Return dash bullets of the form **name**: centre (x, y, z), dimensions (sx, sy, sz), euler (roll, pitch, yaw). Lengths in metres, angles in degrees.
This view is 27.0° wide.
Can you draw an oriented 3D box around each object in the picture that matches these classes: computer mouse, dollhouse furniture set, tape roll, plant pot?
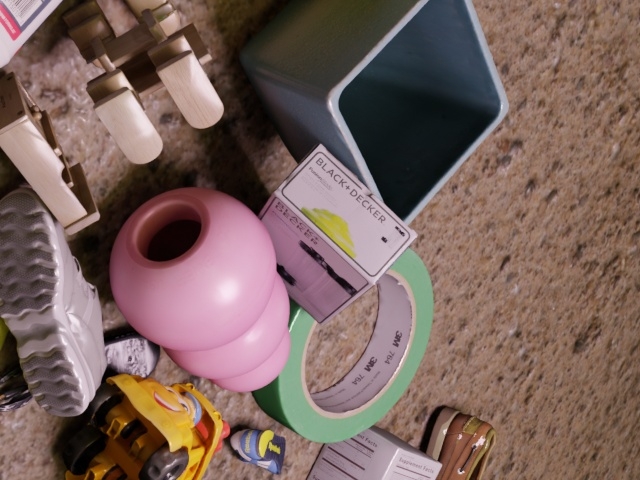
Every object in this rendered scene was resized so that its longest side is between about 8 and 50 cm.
- **computer mouse**: centre (-0.310, 0.164, 1.679), dimensions (0.242, 0.041, 0.071), euler (-12, 105, -35)
- **dollhouse furniture set**: centre (-0.227, -0.147, 1.489), dimensions (0.242, 0.212, 0.161), euler (-30, 131, 1)
- **tape roll**: centre (0.035, 0.141, 1.988), dimensions (0.321, 0.077, 0.321), euler (-22, 122, -38)
- **plant pot**: centre (0.045, -0.203, 1.699), dimensions (0.248, 0.252, 0.247), euler (-47, 135, -19)

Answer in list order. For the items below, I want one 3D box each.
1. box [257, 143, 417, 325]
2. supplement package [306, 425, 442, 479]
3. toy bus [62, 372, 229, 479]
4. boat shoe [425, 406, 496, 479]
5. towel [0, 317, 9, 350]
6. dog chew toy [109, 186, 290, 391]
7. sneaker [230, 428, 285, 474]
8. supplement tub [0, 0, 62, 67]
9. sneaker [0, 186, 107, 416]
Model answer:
- **box**: centre (0.000, 0.000, 1.705), dimensions (0.169, 0.290, 0.087), euler (44, 71, -1)
- **supplement package**: centre (0.059, 0.419, 2.101), dimensions (0.139, 0.133, 0.244), euler (30, 87, -48)
- **toy bus**: centre (-0.199, 0.257, 1.720), dimensions (0.211, 0.149, 0.220), euler (-21, 147, -44)
- **boat shoe**: centre (0.223, 0.444, 2.289), dimensions (0.110, 0.104, 0.307), euler (-24, 129, -60)
- **towel**: centre (-0.438, 0.178, 1.563), dimensions (0.102, 0.021, 0.237), euler (20, 93, -54)
- **dog chew toy**: centre (-0.134, 0.082, 1.705), dimensions (0.207, 0.206, 0.332), euler (-49, 145, -17)
- **sneaker**: centre (-0.089, 0.308, 1.964), dimensions (0.144, 0.059, 0.053), euler (59, 35, -62)
- **supplement tub**: centre (-0.310, -0.323, 1.323), dimensions (0.272, 0.191, 0.191), euler (-52, 137, -14)
- **sneaker**: centre (-0.322, 0.064, 1.585), dimensions (0.115, 0.105, 0.281), euler (-54, 141, -60)
